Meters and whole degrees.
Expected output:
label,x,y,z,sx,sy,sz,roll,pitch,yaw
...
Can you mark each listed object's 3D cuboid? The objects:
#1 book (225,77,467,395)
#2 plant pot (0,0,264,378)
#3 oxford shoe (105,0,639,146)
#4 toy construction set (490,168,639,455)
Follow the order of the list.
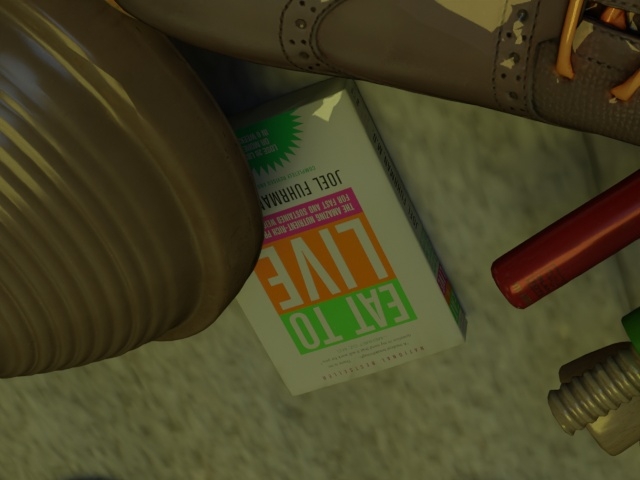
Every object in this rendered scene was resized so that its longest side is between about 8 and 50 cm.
label,x,y,z,sx,sy,sz,roll,pitch,yaw
book,0.000,0.000,0.539,0.096,0.035,0.144,-18,118,21
plant pot,-0.150,-0.018,0.462,0.237,0.109,0.237,25,149,17
oxford shoe,0.106,-0.084,0.326,0.364,0.132,0.130,0,126,-5
toy construction set,0.249,0.072,0.433,0.237,0.257,0.309,-35,101,15
